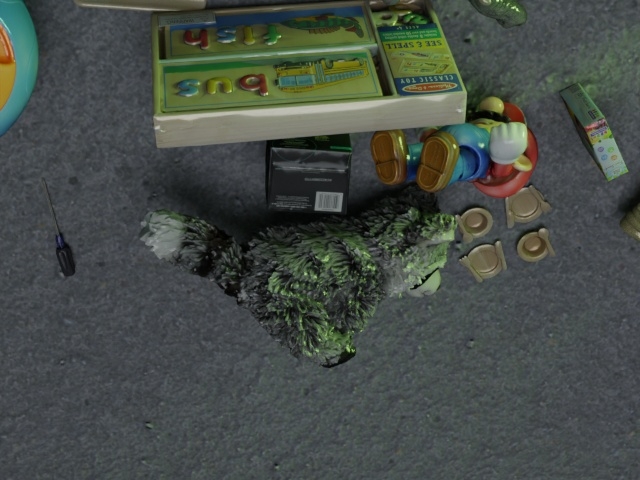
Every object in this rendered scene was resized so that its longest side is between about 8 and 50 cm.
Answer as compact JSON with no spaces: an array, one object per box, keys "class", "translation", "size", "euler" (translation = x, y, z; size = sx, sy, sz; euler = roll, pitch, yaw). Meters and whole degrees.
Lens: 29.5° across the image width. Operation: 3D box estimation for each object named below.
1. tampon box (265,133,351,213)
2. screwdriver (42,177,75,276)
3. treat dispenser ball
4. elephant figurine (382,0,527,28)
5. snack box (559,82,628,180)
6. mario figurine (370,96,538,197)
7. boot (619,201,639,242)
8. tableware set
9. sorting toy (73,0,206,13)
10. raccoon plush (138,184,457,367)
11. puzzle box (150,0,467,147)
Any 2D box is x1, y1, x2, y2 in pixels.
[{"class":"tampon box","translation":[-0.020,-0.122,1.794],"size":[0.120,0.161,0.102],"euler":[3,119,-4]},{"class":"screwdriver","translation":[-0.414,-0.021,1.907],"size":[0.024,0.025,0.170],"euler":[-9,111,2]},{"class":"treat dispenser ball","translation":[-0.521,-0.249,1.613],"size":[0.288,0.288,0.288],"euler":[-2,119,-3]},{"class":"elephant figurine","translation":[0.197,-0.404,1.678],"size":[0.239,0.186,0.170],"euler":[-1,76,-15]},{"class":"snack box","translation":[0.406,-0.163,1.813],"size":[0.037,0.141,0.100],"euler":[-28,117,10]},{"class":"mario figurine","translation":[0.207,-0.155,1.745],"size":[0.198,0.320,0.170],"euler":[48,120,20]},{"class":"boot","translation":[0.627,-0.043,1.925],"size":[0.261,0.095,0.203],"euler":[21,119,-21]},{"class":"tableware set","translation":[0.298,-0.009,1.961],"size":[0.168,0.020,0.141],"euler":[-20,118,7]},{"class":"sorting toy","translation":[-0.250,-0.418,1.682],"size":[0.192,0.038,0.208],"euler":[3,119,-6]},{"class":"raccoon plush","translation":[0.000,0.000,1.791],"size":[0.446,0.216,0.299],"euler":[26,112,-43]},{"class":"puzzle box","translation":[-0.027,-0.237,1.654],"size":[0.408,0.272,0.052],"euler":[-5,131,-5]}]
